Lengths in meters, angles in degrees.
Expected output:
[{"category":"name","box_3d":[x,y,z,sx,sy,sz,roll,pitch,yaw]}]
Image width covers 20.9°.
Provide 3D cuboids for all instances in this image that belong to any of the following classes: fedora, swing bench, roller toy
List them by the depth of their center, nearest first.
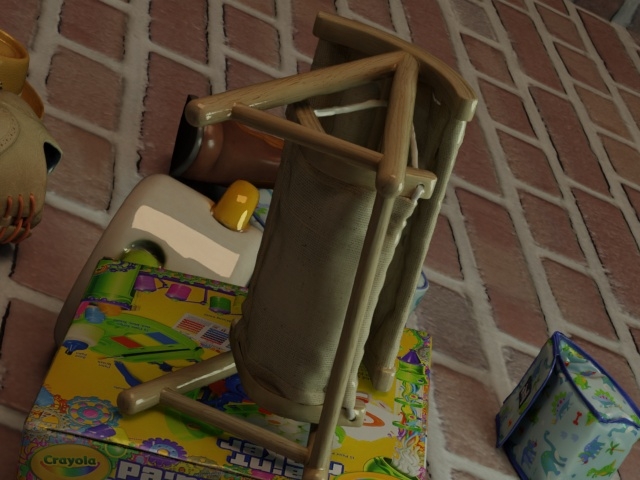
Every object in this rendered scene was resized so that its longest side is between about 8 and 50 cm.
[{"category":"swing bench","box_3d":[0.000,0.000,1.267,0.165,0.253,0.254,22,28,15]},{"category":"roller toy","box_3d":[-0.140,0.048,1.599,0.146,0.191,0.209,30,49,-1]},{"category":"fedora","box_3d":[-0.387,-0.196,1.934,0.194,0.079,0.194,24,25,-12]}]

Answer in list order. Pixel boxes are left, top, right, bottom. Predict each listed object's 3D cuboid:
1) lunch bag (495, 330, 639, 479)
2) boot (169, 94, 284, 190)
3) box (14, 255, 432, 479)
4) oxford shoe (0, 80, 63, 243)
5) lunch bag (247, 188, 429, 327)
[{"category":"lunch bag","box_3d":[0.256,0.190,1.853,0.096,0.129,0.151,14,30,-34]},{"category":"boot","box_3d":[-0.026,-0.078,1.962,0.280,0.096,0.264,14,-9,-2]},{"category":"box","box_3d":[-0.074,0.176,1.366,0.290,0.177,0.279,14,25,-1]},{"category":"oxford shoe","box_3d":[-0.331,-0.053,1.656,0.146,0.140,0.397,33,25,-10]},{"category":"lunch bag","box_3d":[0.002,0.028,1.928,0.219,0.090,0.176,7,31,-41]}]
